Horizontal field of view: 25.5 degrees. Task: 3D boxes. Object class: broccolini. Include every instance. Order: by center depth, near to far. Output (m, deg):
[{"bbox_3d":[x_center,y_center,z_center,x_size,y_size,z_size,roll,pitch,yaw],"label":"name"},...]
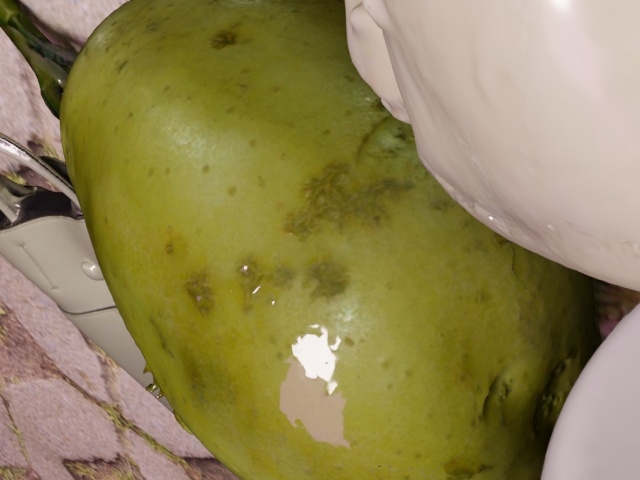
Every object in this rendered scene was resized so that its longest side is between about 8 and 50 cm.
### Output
[{"bbox_3d":[-0.158,-0.089,0.923,0.203,0.068,0.091,34,170,19],"label":"broccolini"}]

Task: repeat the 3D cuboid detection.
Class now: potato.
[{"bbox_3d":[0.003,-0.001,0.662,0.216,0.216,0.304,97,150,-57],"label":"potato"}]

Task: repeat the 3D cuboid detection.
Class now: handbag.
[{"bbox_3d":[-0.102,0.012,0.895,0.315,0.109,0.241,47,150,-25],"label":"handbag"}]

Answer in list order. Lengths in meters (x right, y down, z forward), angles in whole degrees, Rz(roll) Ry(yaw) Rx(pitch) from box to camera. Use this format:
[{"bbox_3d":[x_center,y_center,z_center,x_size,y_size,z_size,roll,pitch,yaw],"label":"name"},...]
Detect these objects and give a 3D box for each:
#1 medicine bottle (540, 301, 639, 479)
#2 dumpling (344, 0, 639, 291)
[{"bbox_3d":[0.243,0.158,0.546,0.241,0.241,0.302,12,148,45],"label":"medicine bottle"},{"bbox_3d":[0.112,-0.143,0.409,0.395,0.233,0.315,-172,74,-67],"label":"dumpling"}]
